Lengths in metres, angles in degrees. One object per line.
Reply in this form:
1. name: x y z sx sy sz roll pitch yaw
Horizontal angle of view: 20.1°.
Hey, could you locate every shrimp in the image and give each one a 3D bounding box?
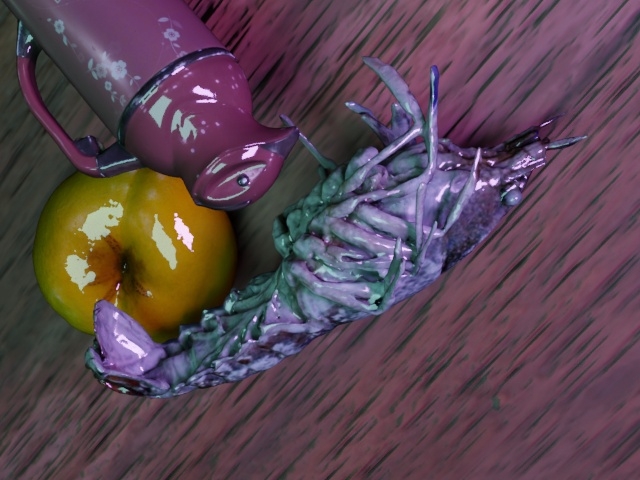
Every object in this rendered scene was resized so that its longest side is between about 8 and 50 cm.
1. shrimp: 0.005 0.001 1.403 0.410 0.221 0.166 -41 119 12

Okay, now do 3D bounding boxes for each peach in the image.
1. peach: -0.157 0.009 1.522 0.179 0.103 0.179 6 116 13

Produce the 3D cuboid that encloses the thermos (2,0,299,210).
1. thermos: -0.159 -0.146 1.369 0.330 0.136 0.109 49 152 18
